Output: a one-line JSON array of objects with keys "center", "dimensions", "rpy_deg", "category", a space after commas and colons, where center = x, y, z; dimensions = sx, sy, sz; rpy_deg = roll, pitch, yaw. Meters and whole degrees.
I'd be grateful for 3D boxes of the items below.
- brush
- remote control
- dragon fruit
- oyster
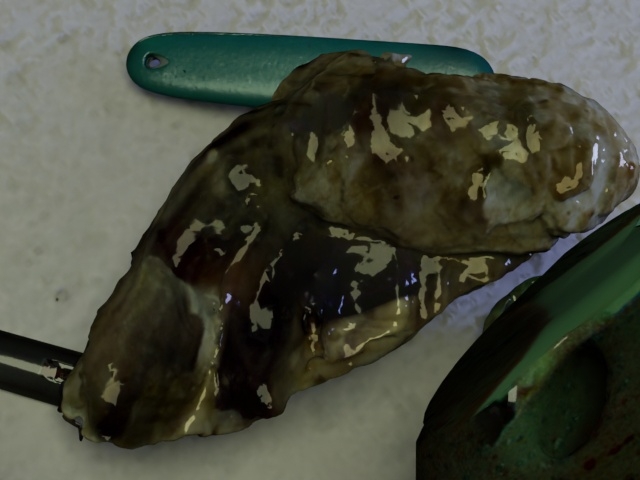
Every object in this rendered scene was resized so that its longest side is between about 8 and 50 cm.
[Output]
[{"center": [-0.005, -0.084, 0.968], "dimensions": [0.193, 0.032, 0.043], "rpy_deg": [4, 75, 4], "category": "brush"}, {"center": [-0.130, 0.065, 0.903], "dimensions": [0.091, 0.016, 0.034], "rpy_deg": [16, 73, 1], "category": "remote control"}, {"center": [0.139, 0.082, 0.809], "dimensions": [0.295, 0.268, 0.130], "rpy_deg": [-40, 97, -13], "category": "dragon fruit"}, {"center": [0.004, 0.002, 0.881], "dimensions": [0.294, 0.094, 0.166], "rpy_deg": [-42, 73, -15], "category": "oyster"}]
